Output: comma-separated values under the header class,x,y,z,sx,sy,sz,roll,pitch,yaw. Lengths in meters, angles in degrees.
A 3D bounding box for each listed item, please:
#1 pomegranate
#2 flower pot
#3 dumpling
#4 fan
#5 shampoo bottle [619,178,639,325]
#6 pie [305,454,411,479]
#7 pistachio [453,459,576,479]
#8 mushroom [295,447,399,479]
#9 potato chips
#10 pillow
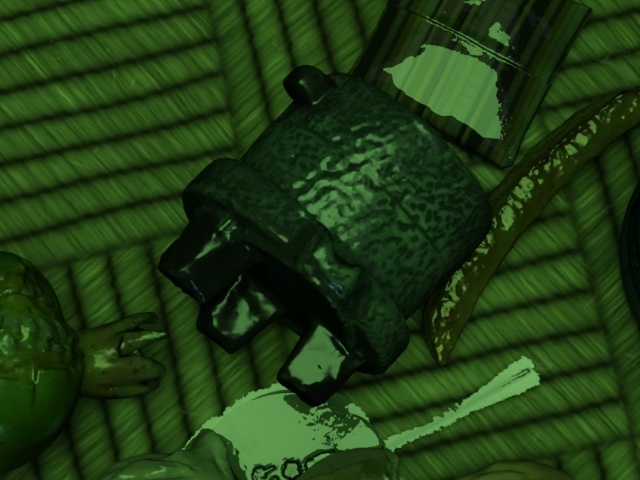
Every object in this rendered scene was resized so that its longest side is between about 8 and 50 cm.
class,x,y,z,sx,sy,sz,roll,pitch,yaw
pomegranate,-0.309,0.126,1.810,0.302,0.236,0.236,3,76,-33
flower pot,0.000,0.000,1.771,0.299,0.299,0.283,42,78,8
dumpling,-0.181,0.337,1.745,0.187,0.318,0.243,34,125,9
fan,0.046,0.233,1.865,0.415,0.012,0.233,-24,82,-2
shampoo bottle,0.482,-0.013,1.744,0.331,0.342,0.331,0,79,1
pie,0.074,0.368,1.667,0.338,0.075,0.337,2,103,10
pistachio,0.237,0.353,1.767,0.187,0.187,0.299,-39,86,-7
mushroom,-0.029,0.358,1.782,0.128,0.128,0.350,34,87,7
potato chips,0.229,-0.041,1.899,0.080,0.057,0.407,42,81,-5
pillow,0.161,-0.213,1.937,0.212,0.052,0.208,27,83,8
